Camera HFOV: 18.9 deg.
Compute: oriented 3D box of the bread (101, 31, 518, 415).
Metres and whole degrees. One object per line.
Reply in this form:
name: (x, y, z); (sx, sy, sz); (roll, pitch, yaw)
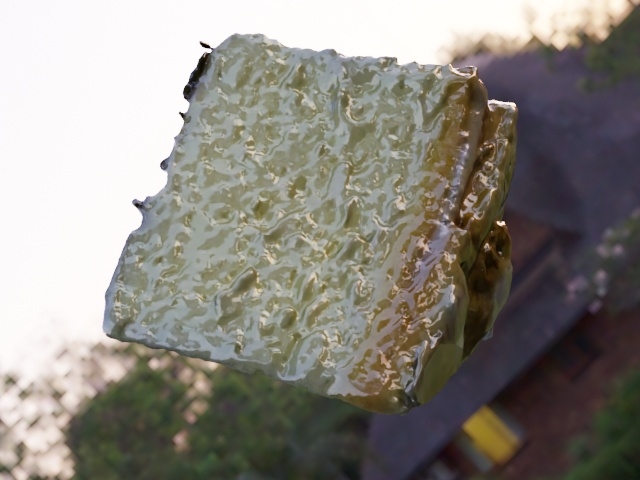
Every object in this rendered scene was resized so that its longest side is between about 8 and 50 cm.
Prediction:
bread: (0.000, 0.000, 0.757); (0.152, 0.147, 0.127); (-58, -24, -58)
